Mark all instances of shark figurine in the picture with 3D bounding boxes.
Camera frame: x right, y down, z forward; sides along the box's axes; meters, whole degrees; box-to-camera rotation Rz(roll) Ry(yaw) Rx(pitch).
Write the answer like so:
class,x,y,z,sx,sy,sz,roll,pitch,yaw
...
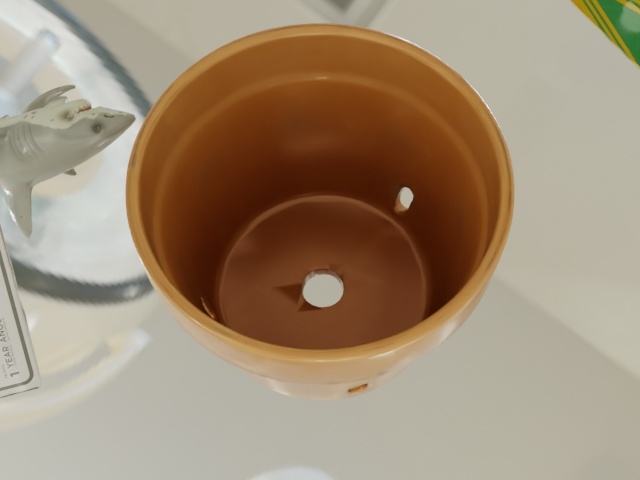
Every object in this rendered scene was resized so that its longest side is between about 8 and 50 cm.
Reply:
class,x,y,z,sx,sy,sz,roll,pitch,yaw
shark figurine,-0.263,-0.063,1.229,0.278,0.166,0.116,-165,59,-69

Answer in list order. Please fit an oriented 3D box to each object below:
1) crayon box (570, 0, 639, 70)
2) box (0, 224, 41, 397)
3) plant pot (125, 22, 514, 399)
class,x,y,z,sx,sy,sz,roll,pitch,yaw
crayon box,0.252,-0.214,0.897,0.318,0.202,0.081,48,169,10
box,-0.327,0.036,0.819,0.087,0.290,0.169,-124,22,-58
plant pot,0.000,0.000,1.128,0.291,0.291,0.203,39,160,18
